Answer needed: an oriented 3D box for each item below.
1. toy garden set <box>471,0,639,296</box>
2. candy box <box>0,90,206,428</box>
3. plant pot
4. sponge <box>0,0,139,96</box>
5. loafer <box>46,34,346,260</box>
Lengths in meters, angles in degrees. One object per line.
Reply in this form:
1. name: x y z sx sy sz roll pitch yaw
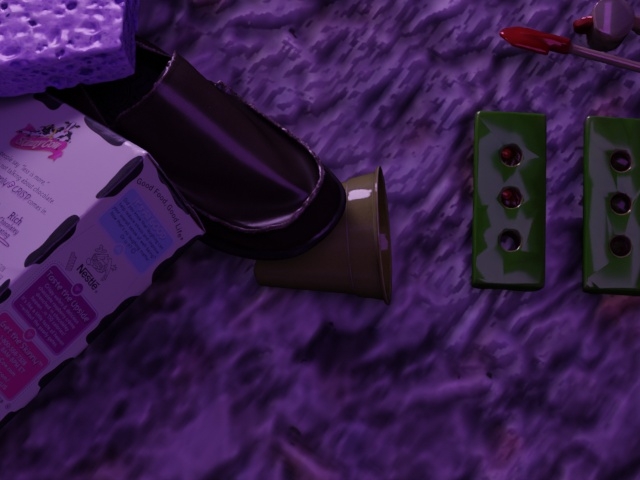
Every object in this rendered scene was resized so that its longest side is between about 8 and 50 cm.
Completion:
1. toy garden set: 0.215 -0.063 1.146 0.244 0.049 0.203 3 79 -4
2. candy box: -0.200 0.027 1.031 0.233 0.071 0.159 -45 40 -12
3. plant pot: 0.000 0.000 1.100 0.079 0.083 0.083 -5 77 7
4. sponge: -0.164 -0.179 1.095 0.117 0.031 0.210 -7 57 10
5. loafer: -0.084 -0.063 1.070 0.220 0.078 0.080 30 74 22
